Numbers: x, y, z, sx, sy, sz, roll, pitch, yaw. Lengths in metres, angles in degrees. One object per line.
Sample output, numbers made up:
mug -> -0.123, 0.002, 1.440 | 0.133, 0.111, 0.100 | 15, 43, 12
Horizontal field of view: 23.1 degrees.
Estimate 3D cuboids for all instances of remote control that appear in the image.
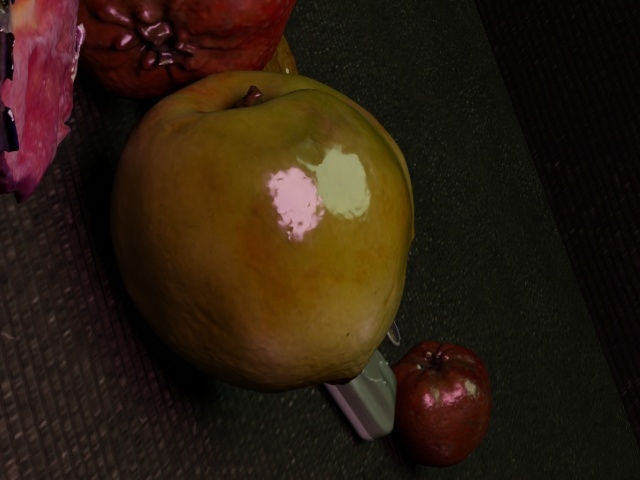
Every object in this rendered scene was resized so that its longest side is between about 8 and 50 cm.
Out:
remote control -> 0.004, 0.097, 1.957 | 0.335, 0.065, 0.128 | 57, 18, -25

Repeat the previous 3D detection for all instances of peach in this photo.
peach -> -0.053, -0.008, 1.564 | 0.281, 0.314, 0.315 | -119, -148, -79

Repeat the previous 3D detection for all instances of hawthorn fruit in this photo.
hawthorn fruit -> 0.163, 0.243, 2.126 | 0.162, 0.163, 0.203 | -80, 160, -58
hawthorn fruit -> -0.157, -0.316, 1.663 | 0.287, 0.287, 0.330 | 48, 32, -42

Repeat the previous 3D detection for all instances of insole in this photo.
insole -> 0.075, 0.064, 2.279 | 0.197, 0.004, 0.065 | 67, 19, 4

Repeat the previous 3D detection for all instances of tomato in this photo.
tomato -> -0.301, -0.201, 1.303 | 0.289, 0.176, 0.335 | -65, 157, -77

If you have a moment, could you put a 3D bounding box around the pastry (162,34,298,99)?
pastry -> -0.111, -0.166, 1.866 | 0.240, 0.132, 0.235 | 45, 38, -51
